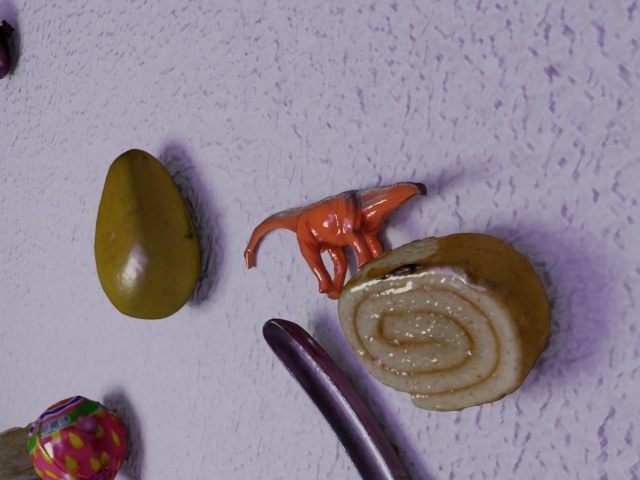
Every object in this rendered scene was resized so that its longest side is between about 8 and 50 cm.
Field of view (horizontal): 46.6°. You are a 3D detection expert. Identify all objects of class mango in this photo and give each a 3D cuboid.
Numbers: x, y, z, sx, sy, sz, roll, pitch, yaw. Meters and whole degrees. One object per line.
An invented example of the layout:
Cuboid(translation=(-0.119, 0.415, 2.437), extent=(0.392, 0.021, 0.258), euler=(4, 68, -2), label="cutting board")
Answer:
Cuboid(translation=(-0.194, -0.008, 0.830), extent=(0.137, 0.098, 0.195), euler=(-18, 73, 48), label="mango")

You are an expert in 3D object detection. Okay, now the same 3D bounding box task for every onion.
Cuboid(translation=(-0.517, -0.301, 1.138), extent=(0.104, 0.115, 0.115), euler=(-36, 59, -7), label="onion")

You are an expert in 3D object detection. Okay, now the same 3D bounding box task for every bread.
Cuboid(translation=(0.087, 0.062, 0.542), extent=(0.149, 0.073, 0.122), euler=(-16, 101, 39), label="bread")

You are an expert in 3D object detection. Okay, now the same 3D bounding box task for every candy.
Cuboid(translation=(-0.250, 0.365, 0.929), extent=(0.124, 0.124, 0.365), euler=(-38, 77, 41), label="candy")

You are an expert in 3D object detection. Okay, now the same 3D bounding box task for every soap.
Cuboid(translation=(-0.447, 0.364, 1.061), extent=(0.089, 0.173, 0.274), euler=(54, 129, 23), label="soap")

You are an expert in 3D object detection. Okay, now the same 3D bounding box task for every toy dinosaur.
Cuboid(translation=(0.005, 0.001, 0.657), extent=(0.279, 0.055, 0.101), euler=(-27, 65, 45), label="toy dinosaur")

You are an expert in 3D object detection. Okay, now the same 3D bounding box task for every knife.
Cuboid(translation=(0.029, 0.185, 0.646), extent=(0.278, 0.053, 0.123), euler=(58, 134, 26), label="knife")
